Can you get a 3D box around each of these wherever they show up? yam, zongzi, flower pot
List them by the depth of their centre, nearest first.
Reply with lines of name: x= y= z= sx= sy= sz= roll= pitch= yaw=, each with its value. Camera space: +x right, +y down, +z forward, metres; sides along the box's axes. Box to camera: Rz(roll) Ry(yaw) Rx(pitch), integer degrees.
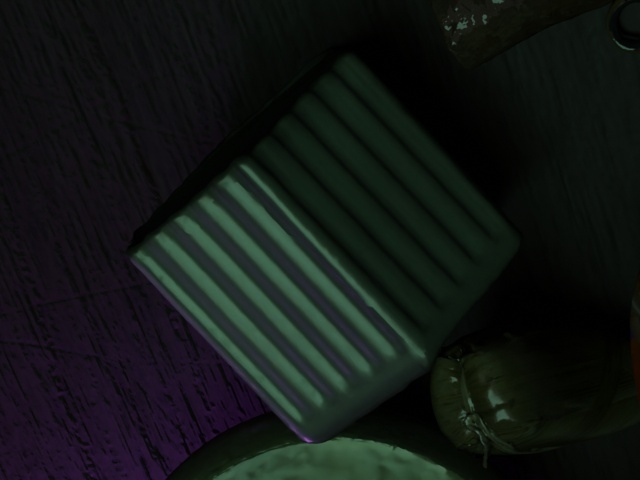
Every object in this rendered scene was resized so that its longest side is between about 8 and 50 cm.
yam: x=0.134 y=-0.173 z=1.232 sx=0.127 sy=0.084 sz=0.084 roll=-25 pitch=107 yaw=24
flower pot: x=0.000 y=0.000 z=1.287 sx=0.209 sy=0.239 sz=0.189 roll=-43 pitch=100 yaw=1
zongzi: x=0.183 y=0.101 z=1.310 sx=0.197 sy=0.194 sz=0.099 roll=-9 pitch=85 yaw=17

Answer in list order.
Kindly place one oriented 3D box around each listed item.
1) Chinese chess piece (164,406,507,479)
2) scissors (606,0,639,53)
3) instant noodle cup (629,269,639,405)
Chinese chess piece: x=0.012 y=0.298 z=1.410 sx=0.349 sy=0.146 sz=0.349 roll=0 pitch=93 yaw=2
scissors: x=0.264 y=-0.201 z=1.197 sx=0.088 sy=0.017 sz=0.220 roll=26 pitch=128 yaw=2
instant noodle cup: x=0.333 y=0.080 z=1.218 sx=0.192 sy=0.250 sz=0.250 roll=-15 pitch=112 yaw=32
